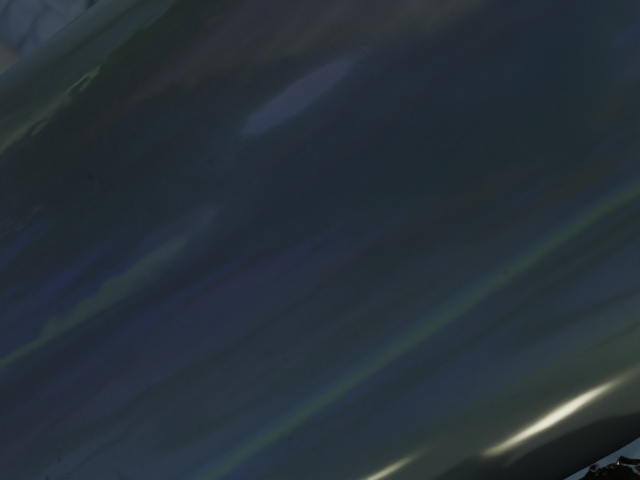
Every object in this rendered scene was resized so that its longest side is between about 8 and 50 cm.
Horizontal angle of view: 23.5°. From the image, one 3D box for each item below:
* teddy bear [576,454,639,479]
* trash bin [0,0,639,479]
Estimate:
[{"bbox_3d":[0.104,0.201,0.635,0.156,0.267,0.256,7,-168,43],"label":"teddy bear"},{"bbox_3d":[0.000,0.000,0.621,0.280,0.432,0.280,56,-173,-11],"label":"trash bin"}]
